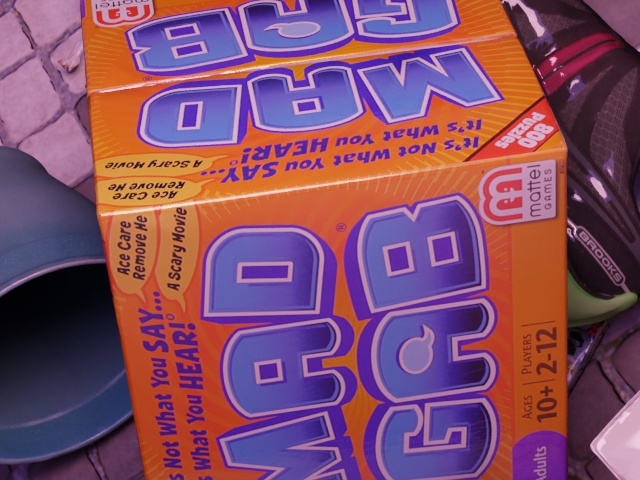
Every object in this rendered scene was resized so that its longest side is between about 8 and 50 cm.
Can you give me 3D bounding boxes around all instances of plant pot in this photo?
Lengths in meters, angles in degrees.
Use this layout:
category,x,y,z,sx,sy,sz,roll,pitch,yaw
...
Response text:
category,x,y,z,sx,sy,sz,roll,pitch,yaw
plant pot,-0.319,0.047,1.957,0.271,0.271,0.255,-40,51,3

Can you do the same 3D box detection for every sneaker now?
category,x,y,z,sx,sy,sz,roll,pitch,yaw
sneaker,0.247,-0.143,1.891,0.202,0.185,0.483,-6,72,-5

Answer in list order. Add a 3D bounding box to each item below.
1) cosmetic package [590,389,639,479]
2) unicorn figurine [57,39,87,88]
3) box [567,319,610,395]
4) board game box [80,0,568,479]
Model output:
category,x,y,z,sx,sy,sz,roll,pitch,yaw
cosmetic package,0.350,0.197,1.655,0.153,0.296,0.129,-44,67,0
unicorn figurine,-0.241,-0.225,2.123,0.162,0.060,0.111,42,88,9
box,0.206,0.090,1.885,0.137,0.027,0.094,30,86,24
board game box,0.000,0.000,1.630,0.356,0.356,0.356,-8,36,-4
